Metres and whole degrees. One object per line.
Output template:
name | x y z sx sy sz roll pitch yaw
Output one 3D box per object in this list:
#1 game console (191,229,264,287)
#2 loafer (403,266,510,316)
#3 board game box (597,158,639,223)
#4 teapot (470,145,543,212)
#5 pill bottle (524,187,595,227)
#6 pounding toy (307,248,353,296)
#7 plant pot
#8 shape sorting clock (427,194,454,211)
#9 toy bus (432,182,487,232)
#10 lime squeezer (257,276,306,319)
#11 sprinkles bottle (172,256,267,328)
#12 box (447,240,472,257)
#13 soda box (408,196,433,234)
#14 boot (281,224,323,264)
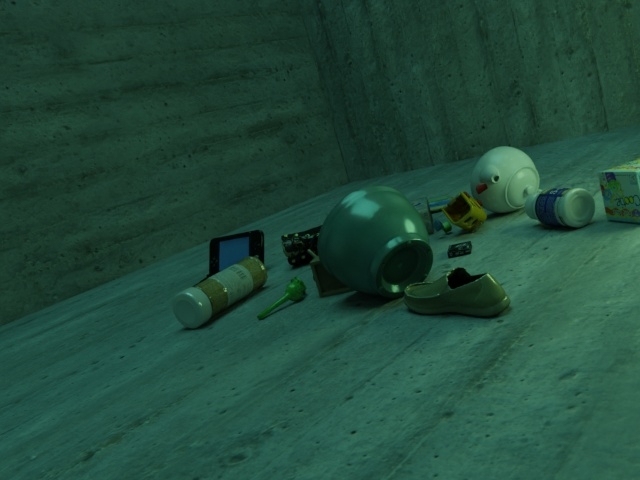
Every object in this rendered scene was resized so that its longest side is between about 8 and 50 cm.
game console | -0.382 0.086 2.257 0.293 0.249 0.173 -9 -14 33
loafer | 0.290 0.107 1.263 0.102 0.091 0.269 -25 13 -39
board game box | 0.915 -0.155 1.527 0.276 0.141 0.144 -18 10 -11
teapot | 0.665 -0.196 1.981 0.256 0.252 0.187 -34 34 -14
pill bottle | 0.689 -0.098 1.669 0.112 0.111 0.187 -20 11 -16
pounding toy | 0.030 0.085 1.688 0.141 0.130 0.100 -13 11 19
plant pot | 0.166 0.026 1.481 0.293 0.292 0.196 -20 37 -19
shape sorting clock | 0.489 -0.156 2.491 0.207 0.040 0.206 -12 11 2
toy bus | 0.495 -0.081 1.903 0.202 0.104 0.190 -19 -34 -14
lime squeezer | -0.088 0.159 1.747 0.110 0.059 0.310 -45 1 22
sprinkles bottle | -0.316 0.161 1.861 0.121 0.121 0.355 -10 12 33
box | 0.414 0.027 1.701 0.067 0.018 0.083 -13 11 20
soda box | 0.374 -0.091 2.176 0.091 0.098 0.286 -14 11 13
boot | 0.000 0.000 2.118 0.285 0.138 0.377 -16 2 4
